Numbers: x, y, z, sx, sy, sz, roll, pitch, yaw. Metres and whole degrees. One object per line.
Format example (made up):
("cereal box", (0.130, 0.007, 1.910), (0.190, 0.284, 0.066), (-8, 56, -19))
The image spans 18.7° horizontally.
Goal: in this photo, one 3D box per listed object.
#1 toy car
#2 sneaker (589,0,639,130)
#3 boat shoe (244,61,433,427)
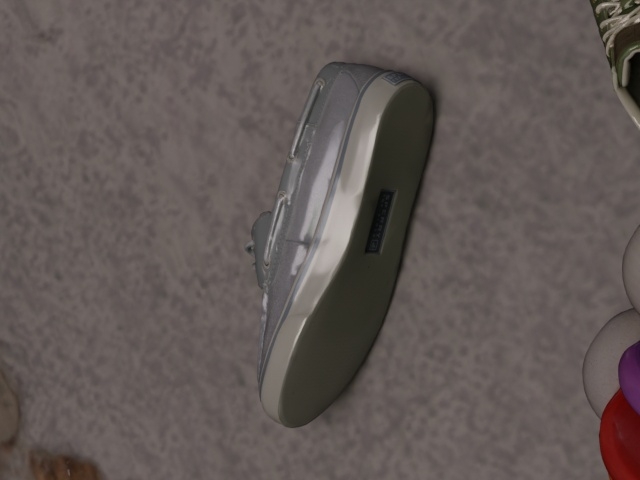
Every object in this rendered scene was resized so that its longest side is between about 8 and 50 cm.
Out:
("toy car", (0.207, 0.078, 1.024), (0.159, 0.136, 0.182), (35, 131, 25))
("sneaker", (0.187, -0.113, 1.068), (0.064, 0.086, 0.192), (-32, 76, 28))
("boat shoe", (0.000, -0.001, 1.198), (0.081, 0.079, 0.228), (24, 100, 37))
